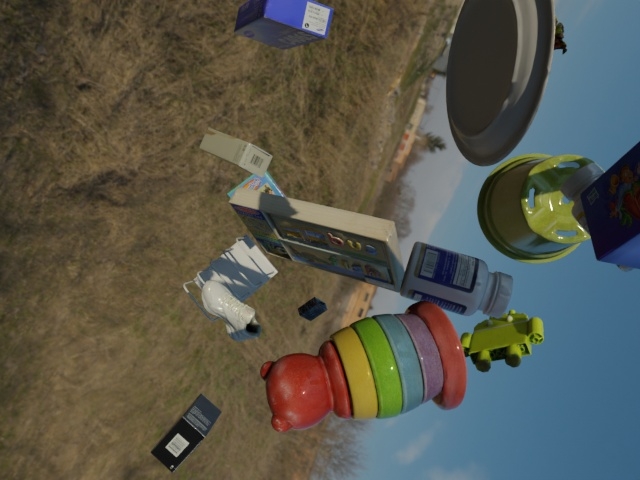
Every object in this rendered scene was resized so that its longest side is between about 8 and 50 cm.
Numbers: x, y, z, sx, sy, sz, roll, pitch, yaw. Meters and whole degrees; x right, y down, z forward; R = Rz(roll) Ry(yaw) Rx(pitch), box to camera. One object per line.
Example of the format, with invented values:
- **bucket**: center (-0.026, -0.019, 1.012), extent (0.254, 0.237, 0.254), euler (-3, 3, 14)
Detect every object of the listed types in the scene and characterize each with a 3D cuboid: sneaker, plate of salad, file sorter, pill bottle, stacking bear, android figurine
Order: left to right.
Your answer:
- **file sorter**: center (-0.336, 0.139, 1.780), extent (0.277, 0.193, 0.173), euler (-40, 178, 4)
- **sneaker**: center (-0.242, 0.195, 1.362), extent (0.232, 0.115, 0.090), euler (56, 43, -31)
- **stacking bear**: center (0.057, 0.203, 0.730), extent (0.164, 0.288, 0.176), euler (97, -23, -60)
- **pill bottle**: center (0.252, 0.079, 0.895), extent (0.112, 0.186, 0.112), euler (17, 90, -81)
- **plate of salad**: center (0.177, -0.174, 0.475), extent (0.200, 0.048, 0.200), euler (180, -90, -80)
- **android figurine**: center (0.535, 0.287, 1.417), extent (0.248, 0.056, 0.273), euler (-20, -167, 31)
- **pill bottle**: center (0.325, -0.028, 0.529), extent (0.065, 0.116, 0.065), euler (-25, 155, -13)

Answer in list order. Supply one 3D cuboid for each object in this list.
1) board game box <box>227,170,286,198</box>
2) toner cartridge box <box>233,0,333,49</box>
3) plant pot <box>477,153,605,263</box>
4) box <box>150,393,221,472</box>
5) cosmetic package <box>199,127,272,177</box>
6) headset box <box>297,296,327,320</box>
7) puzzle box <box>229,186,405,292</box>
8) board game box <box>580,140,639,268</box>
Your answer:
- **board game box**: center (-0.201, -0.129, 1.683), extent (0.160, 0.210, 0.047), euler (-35, -173, 8)
- **toner cartridge box**: center (-0.111, -0.580, 1.267), extent (0.348, 0.165, 0.075), euler (38, -65, 63)
- **plant pot**: center (0.513, -0.082, 1.070), extent (0.254, 0.275, 0.276), euler (8, 104, -80)
- **box**: center (-0.397, 0.569, 1.423), extent (0.156, 0.093, 0.158), euler (-48, 180, 8)
- **cosmetic package**: center (-0.141, -0.147, 0.791), extent (0.060, 0.115, 0.041), euler (22, 94, -54)
- **headset box**: center (-0.023, 0.224, 1.569), extent (0.083, 0.062, 0.032), euler (-35, -133, 18)
- **puzzle box**: center (0.000, 0.000, 1.178), extent (0.052, 0.408, 0.272), euler (-65, 154, -23)
- **board game box**: center (0.439, -0.040, 0.369), extent (0.233, 0.346, 0.078), euler (113, -15, -56)
